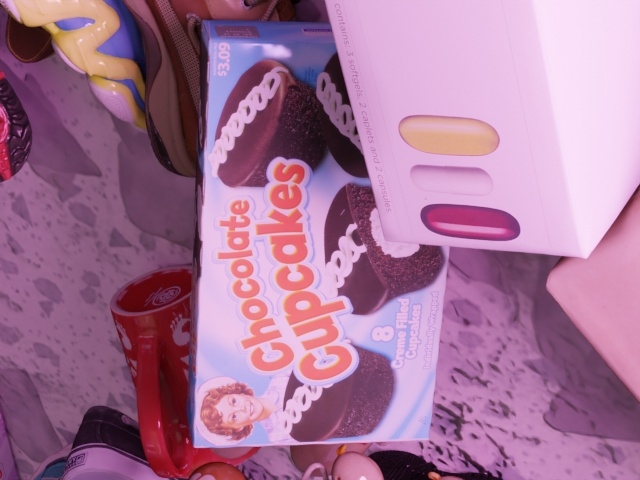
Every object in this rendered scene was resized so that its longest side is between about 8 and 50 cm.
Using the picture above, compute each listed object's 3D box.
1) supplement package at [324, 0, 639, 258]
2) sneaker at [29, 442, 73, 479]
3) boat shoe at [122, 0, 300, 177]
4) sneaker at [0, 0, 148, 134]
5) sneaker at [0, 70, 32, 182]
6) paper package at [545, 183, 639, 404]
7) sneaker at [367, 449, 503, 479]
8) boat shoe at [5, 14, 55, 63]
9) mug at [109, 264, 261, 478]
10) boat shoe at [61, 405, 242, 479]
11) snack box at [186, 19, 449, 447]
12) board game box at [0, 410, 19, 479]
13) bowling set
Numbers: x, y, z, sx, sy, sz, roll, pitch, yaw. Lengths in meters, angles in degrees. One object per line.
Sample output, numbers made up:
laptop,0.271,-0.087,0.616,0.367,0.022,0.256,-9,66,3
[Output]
supplement package,0.118,-0.154,0.969,0.145,0.204,0.262,4,124,33
sneaker,-0.208,0.342,1.665,0.275,0.110,0.107,45,137,-3
boat shoe,-0.071,-0.179,1.162,0.120,0.122,0.324,13,138,21
sneaker,-0.149,-0.177,1.219,0.240,0.126,0.091,41,-171,-51
sneaker,-0.347,-0.170,1.366,0.125,0.104,0.261,2,112,61
paper package,0.363,0.035,0.968,0.309,0.168,0.325,51,136,-8
sneaker,0.116,0.248,1.397,0.170,0.051,0.089,10,123,26
boat shoe,-0.226,-0.205,1.284,0.064,0.060,0.178,42,137,1
mug,-0.119,0.123,1.415,0.113,0.150,0.169,-18,113,-4
boat shoe,-0.119,0.267,1.544,0.306,0.105,0.113,33,130,-21
snack box,0.000,0.000,1.154,0.187,0.060,0.322,-1,114,-10
board game box,-0.494,0.246,1.827,0.319,0.066,0.318,15,130,26
bowling set,-0.002,0.173,1.286,0.154,0.200,0.287,-40,87,36
